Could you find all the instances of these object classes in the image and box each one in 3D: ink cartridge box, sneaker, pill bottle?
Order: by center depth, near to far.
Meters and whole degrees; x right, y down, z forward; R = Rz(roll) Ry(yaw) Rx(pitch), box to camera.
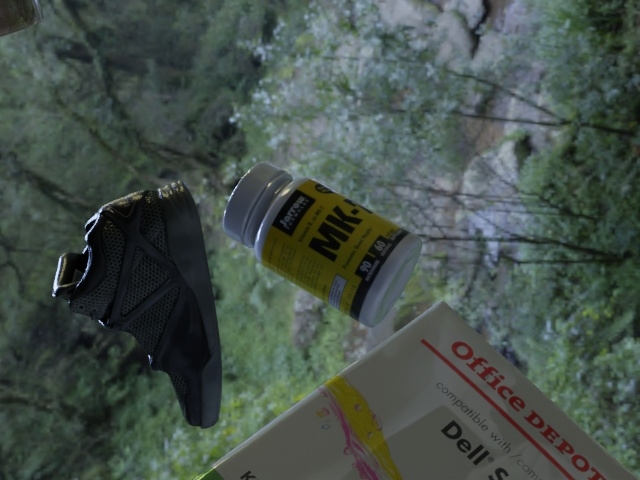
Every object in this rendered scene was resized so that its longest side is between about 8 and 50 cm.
[{"bbox_3d":[0.070,0.183,0.607,0.207,0.353,0.119,43,145,23],"label":"ink cartridge box"},{"bbox_3d":[-0.155,0.068,0.801,0.087,0.130,0.228,-125,24,-65],"label":"sneaker"},{"bbox_3d":[0.000,0.000,1.047,0.208,0.119,0.119,29,124,15],"label":"pill bottle"}]

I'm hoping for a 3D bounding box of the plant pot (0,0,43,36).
[{"bbox_3d":[-0.282,-0.150,0.494,0.237,0.237,0.110,-146,43,-61],"label":"plant pot"}]
